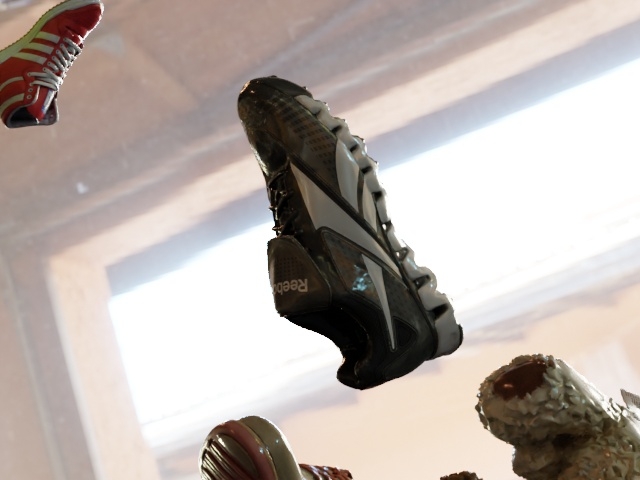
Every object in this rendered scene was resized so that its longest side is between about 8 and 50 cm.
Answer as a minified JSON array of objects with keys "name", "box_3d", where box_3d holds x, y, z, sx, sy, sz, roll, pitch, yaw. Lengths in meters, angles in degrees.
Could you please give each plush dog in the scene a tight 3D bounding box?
[{"name":"plush dog","box_3d":[0.229,0.267,1.264,0.211,0.262,0.225,20,-61,-43]}]

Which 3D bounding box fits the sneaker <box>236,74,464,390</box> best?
[{"name":"sneaker","box_3d":[0.000,0.000,0.920,0.106,0.234,0.078,-35,5,-33]}]

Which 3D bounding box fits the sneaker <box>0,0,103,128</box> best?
[{"name":"sneaker","box_3d":[-0.205,-0.133,1.048,0.118,0.067,0.042,-37,-26,5]}]

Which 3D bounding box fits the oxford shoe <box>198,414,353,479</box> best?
[{"name":"oxford shoe","box_3d":[-0.030,0.252,1.359,0.130,0.123,0.348,-37,-30,-18]}]
